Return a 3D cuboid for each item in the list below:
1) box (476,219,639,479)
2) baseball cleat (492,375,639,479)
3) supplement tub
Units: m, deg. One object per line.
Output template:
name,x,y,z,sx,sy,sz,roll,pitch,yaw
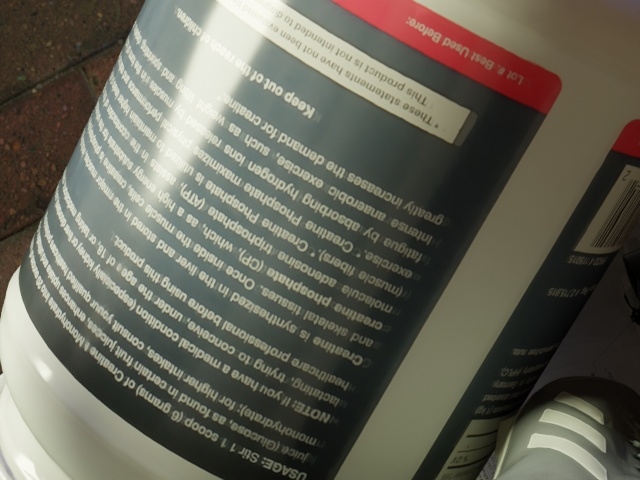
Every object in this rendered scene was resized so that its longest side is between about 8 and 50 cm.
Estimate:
box,0.107,0.024,0.642,0.290,0.169,0.087,-27,-3,41
baseball cleat,0.088,0.088,0.410,0.109,0.072,0.206,-7,9,31
supplement tub,0.000,0.000,0.513,0.272,0.191,0.191,-61,-15,17
